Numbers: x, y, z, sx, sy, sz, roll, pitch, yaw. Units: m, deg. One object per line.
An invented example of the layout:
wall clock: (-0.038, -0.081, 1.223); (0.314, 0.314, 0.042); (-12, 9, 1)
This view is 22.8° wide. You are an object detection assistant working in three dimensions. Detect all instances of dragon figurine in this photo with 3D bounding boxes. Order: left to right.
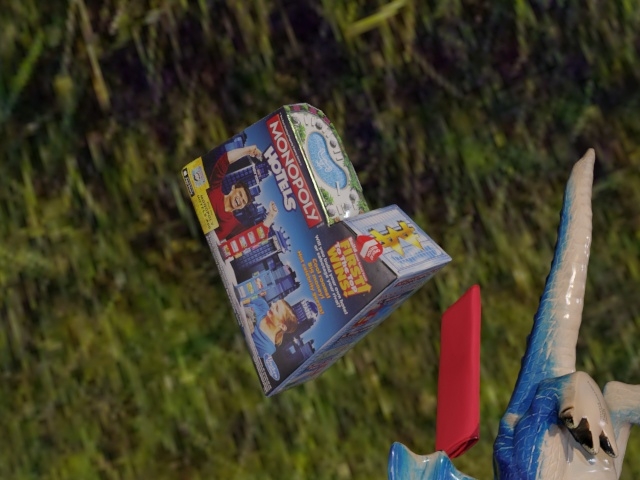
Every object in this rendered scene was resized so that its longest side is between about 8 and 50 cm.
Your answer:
dragon figurine: (0.085, 0.114, 0.652); (0.085, 0.289, 0.144); (-2, 165, -43)

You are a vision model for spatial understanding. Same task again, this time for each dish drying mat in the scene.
dish drying mat: (0.064, 0.062, 0.729); (0.008, 0.083, 0.032); (21, 139, -18)

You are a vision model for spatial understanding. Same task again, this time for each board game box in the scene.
board game box: (0.000, 0.000, 1.183); (0.060, 0.194, 0.194); (-18, 175, -41)
